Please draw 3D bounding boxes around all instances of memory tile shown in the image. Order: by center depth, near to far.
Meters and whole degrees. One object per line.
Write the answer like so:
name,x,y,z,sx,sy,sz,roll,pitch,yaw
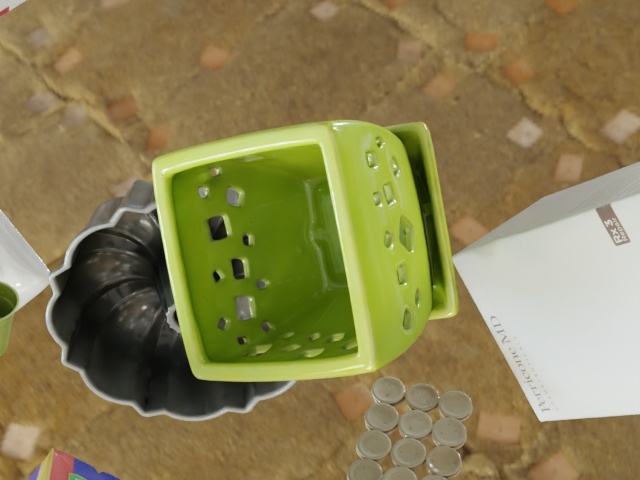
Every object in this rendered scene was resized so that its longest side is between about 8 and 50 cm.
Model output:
memory tile,0.096,0.210,1.210,0.113,0.012,0.148,10,-133,12

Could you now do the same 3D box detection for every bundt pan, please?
bundt pan,-0.157,0.055,1.384,0.331,0.330,0.124,-13,-145,4

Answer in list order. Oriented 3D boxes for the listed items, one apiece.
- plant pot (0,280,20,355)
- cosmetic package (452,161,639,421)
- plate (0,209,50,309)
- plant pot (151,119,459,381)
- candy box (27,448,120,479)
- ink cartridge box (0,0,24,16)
plant pot,-0.418,0.105,1.439,0.083,0.079,0.083,7,-143,-5
cosmetic package,0.319,0.039,1.090,0.156,0.385,0.217,-30,-89,-29
plate,-0.559,0.025,1.648,0.277,0.045,0.278,-37,-87,25
plant pot,0.000,0.000,1.123,0.227,0.228,0.207,-7,-174,38
candy box,-0.291,0.398,1.056,0.317,0.122,0.268,-47,-155,25
ink cartridge box,-0.258,-0.226,0.784,0.127,0.072,0.175,-33,-123,1
